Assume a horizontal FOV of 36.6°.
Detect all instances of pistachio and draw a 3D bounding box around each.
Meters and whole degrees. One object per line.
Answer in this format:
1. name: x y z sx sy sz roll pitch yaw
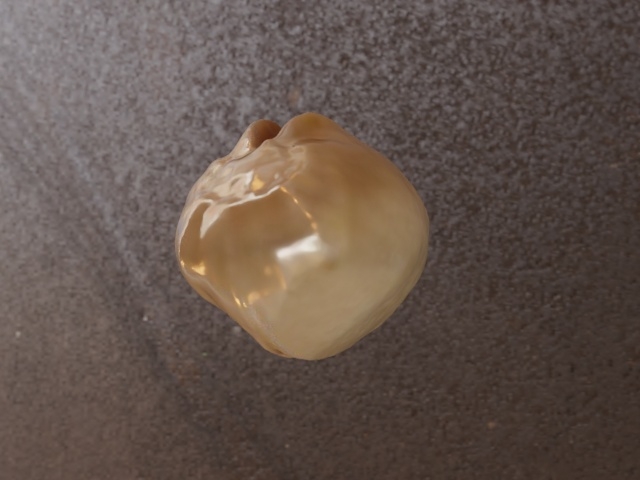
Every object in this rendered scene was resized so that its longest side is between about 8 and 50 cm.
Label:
1. pistachio: 0.000 0.000 0.866 0.193 0.318 0.214 -5 81 27
